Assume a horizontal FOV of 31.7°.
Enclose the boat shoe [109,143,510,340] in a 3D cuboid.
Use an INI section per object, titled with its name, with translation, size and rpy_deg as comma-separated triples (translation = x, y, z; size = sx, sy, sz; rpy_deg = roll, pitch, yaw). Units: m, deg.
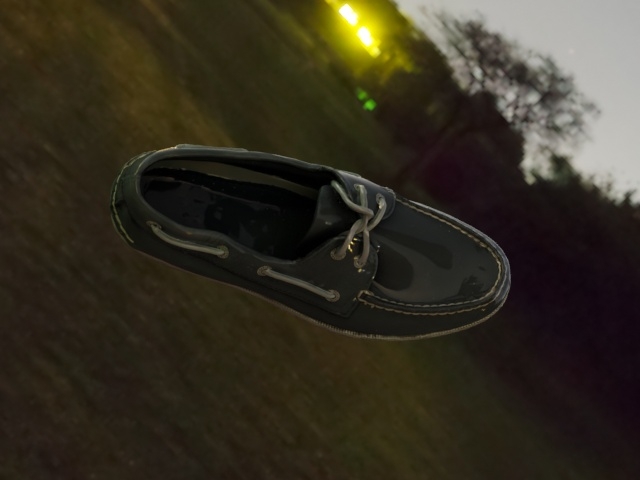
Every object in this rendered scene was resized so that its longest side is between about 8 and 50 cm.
[boat shoe]
translation = 0.000, 0.000, 0.846
size = 0.320, 0.116, 0.099
rpy_deg = 15, -14, -7
